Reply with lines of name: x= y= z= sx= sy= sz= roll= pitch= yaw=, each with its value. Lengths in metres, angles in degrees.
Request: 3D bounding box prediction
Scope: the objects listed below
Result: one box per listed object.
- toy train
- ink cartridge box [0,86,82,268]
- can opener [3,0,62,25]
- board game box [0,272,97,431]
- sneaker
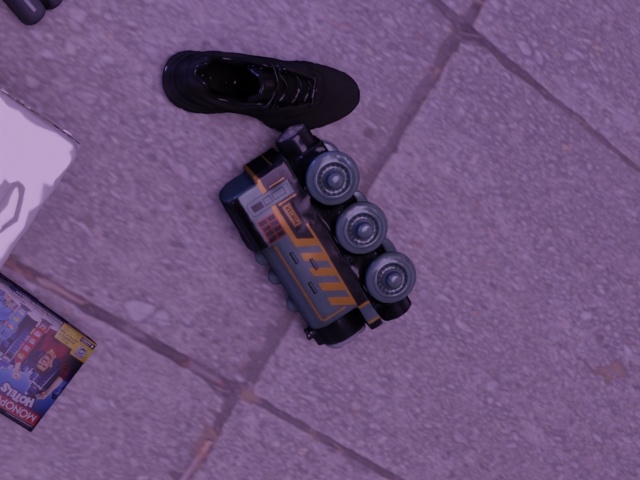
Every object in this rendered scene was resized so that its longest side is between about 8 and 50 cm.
toy train: x=0.000 y=0.000 z=1.474 sx=0.190 sy=0.142 sz=0.334 roll=-32 pitch=111 yaw=-2
ink cartridge box: x=-0.415 y=-0.067 z=1.190 sx=0.131 sy=0.306 sz=0.226 roll=35 pitch=83 yaw=-23
can opener: x=-0.426 y=-0.398 z=1.261 sx=0.074 sy=0.093 sz=0.280 roll=-50 pitch=117 yaw=-30
board game box: x=-0.435 y=0.157 z=1.345 sx=0.194 sy=0.060 sz=0.194 roll=40 pitch=82 yaw=-22
sneaker: x=-0.069 y=-0.207 z=1.414 sx=0.286 sy=0.130 sz=0.109 roll=0 pitch=95 yaw=-24
